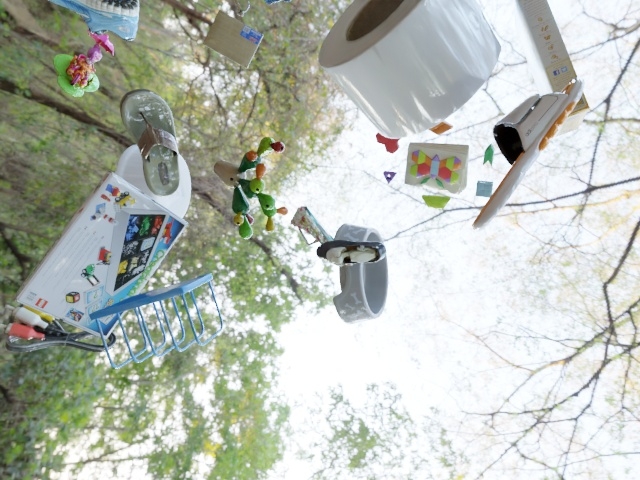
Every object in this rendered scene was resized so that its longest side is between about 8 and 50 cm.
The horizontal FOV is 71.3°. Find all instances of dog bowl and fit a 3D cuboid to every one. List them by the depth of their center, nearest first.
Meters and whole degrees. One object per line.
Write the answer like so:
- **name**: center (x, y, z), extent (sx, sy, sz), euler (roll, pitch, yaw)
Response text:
- **dog bowl**: center (0.143, 0.111, 1.515), extent (0.102, 0.348, 0.349), euler (-4, -109, 24)

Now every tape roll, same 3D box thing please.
- **tape roll**: center (0.140, -0.314, 0.730), extent (0.246, 0.169, 0.246), euler (-31, -143, 27)

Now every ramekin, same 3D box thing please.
- **ramekin**: center (-0.547, -0.177, 1.490), extent (0.135, 0.277, 0.278), euler (4, -105, 10)

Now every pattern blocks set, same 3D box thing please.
- **pattern blocks set**: center (0.330, -0.212, 1.284), extent (0.324, 0.286, 0.026), euler (1, -143, 28)

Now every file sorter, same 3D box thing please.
- **file sorter**: center (-0.269, 0.136, 0.762), extent (0.170, 0.118, 0.105), euler (-17, -86, 10)

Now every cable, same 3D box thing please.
- **cable**: center (-0.707, 0.252, 1.200), extent (0.140, 0.287, 0.072), euler (-86, -160, -51)

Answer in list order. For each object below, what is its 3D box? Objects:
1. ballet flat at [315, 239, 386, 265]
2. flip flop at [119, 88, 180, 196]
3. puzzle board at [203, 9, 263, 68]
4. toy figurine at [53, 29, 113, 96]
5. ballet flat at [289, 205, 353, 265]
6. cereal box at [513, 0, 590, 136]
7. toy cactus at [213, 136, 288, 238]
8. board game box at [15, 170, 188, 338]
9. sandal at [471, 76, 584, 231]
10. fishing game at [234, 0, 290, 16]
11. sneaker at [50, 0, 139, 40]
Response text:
- **ballet flat**: center (0.077, 0.036, 1.214), extent (0.203, 0.074, 0.074), euler (-2, -110, 17)
- **flip flop**: center (-0.385, -0.218, 1.050), extent (0.080, 0.112, 0.277), euler (43, -36, 42)
- **puzzle board**: center (-0.226, -0.521, 1.159), extent (0.097, 0.128, 0.011), euler (-62, -174, 4)
- **toy figurine**: center (-0.649, -0.508, 1.246), extent (0.159, 0.130, 0.173), euler (-34, -139, 27)
- **ballet flat**: center (0.000, 0.000, 1.329), extent (0.077, 0.241, 0.091), euler (-40, -167, 6)
- **cereal box**: center (0.406, -0.317, 0.797), extent (0.047, 0.173, 0.240), euler (-19, -96, 24)
- **toy cactus**: center (-0.144, -0.120, 0.910), extent (0.180, 0.112, 0.219), euler (34, -52, 31)
- **board game box**: center (-0.449, 0.033, 0.941), extent (0.053, 0.193, 0.305), euler (21, -105, 54)
- **sandal**: center (0.273, -0.136, 0.632), extent (0.076, 0.102, 0.265), euler (35, -96, 13)
- **fishing game**: center (-0.069, -0.562, 0.934), extent (0.263, 0.041, 0.189), euler (-23, -125, 4)
- **sneaker**: center (-0.344, -0.337, 0.654), extent (0.073, 0.162, 0.063), euler (108, 6, -49)
